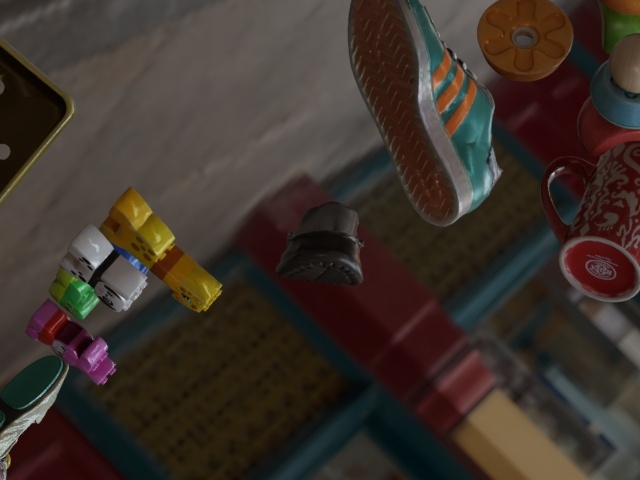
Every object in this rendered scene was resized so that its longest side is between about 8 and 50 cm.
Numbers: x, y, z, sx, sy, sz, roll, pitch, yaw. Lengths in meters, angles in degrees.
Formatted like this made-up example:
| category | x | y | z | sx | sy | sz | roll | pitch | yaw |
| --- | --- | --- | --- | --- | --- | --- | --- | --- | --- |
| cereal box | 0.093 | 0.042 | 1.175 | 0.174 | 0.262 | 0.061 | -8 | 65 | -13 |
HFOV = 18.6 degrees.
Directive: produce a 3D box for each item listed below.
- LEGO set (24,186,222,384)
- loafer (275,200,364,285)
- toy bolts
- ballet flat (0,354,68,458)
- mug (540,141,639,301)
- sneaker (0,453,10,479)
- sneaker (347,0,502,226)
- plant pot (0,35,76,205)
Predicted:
| category | x | y | z | sx | sy | sz | roll | pitch | yaw |
| --- | --- | --- | --- | --- | --- | --- | --- | --- | --- |
| LEGO set | -0.128 | 0.035 | 1.353 | 0.087 | 0.093 | 0.227 | -50 | -179 | -23 |
| loafer | 0.000 | 0.000 | 1.849 | 0.220 | 0.080 | 0.078 | 157 | -60 | -86 |
| toy bolts | 0.281 | -0.211 | 2.001 | 0.218 | 0.228 | 0.158 | -10 | 153 | -4 |
| ballet flat | -0.340 | 0.195 | 2.164 | 0.168 | 0.057 | 0.052 | -43 | 140 | -14 |
| mug | 0.305 | -0.021 | 2.053 | 0.150 | 0.113 | 0.169 | -8 | -144 | 38 |
| sneaker | -0.421 | 0.253 | 2.295 | 0.093 | 0.225 | 0.088 | -33 | -154 | -19 |
| sneaker | 0.125 | -0.175 | 2.250 | 0.108 | 0.302 | 0.121 | 0 | -155 | 44 |
| plant pot | -0.350 | -0.111 | 1.811 | 0.212 | 0.212 | 0.187 | -50 | 178 | 6 |
